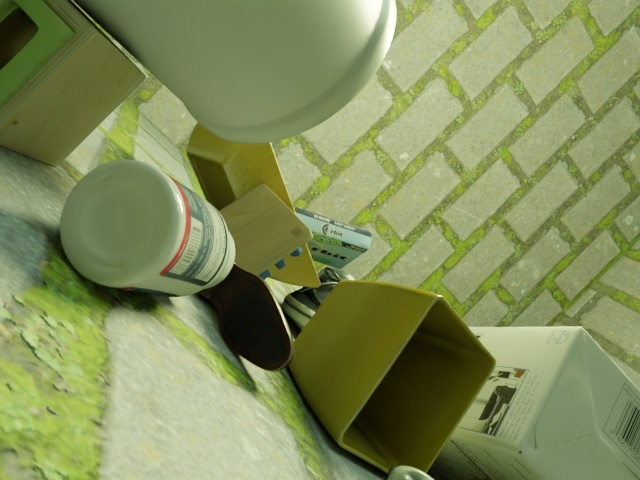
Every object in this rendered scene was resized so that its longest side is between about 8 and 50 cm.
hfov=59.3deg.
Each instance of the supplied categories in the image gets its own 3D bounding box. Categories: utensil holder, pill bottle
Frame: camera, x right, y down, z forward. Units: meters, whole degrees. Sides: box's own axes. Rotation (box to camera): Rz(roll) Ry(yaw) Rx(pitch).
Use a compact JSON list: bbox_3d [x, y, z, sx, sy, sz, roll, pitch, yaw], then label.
[{"bbox_3d":[-0.129,-0.340,0.627,0.327,0.327,0.385,45,3,32],"label":"utensil holder"},{"bbox_3d":[-0.149,-0.001,0.538,0.108,0.108,0.180,45,-1,14],"label":"pill bottle"}]

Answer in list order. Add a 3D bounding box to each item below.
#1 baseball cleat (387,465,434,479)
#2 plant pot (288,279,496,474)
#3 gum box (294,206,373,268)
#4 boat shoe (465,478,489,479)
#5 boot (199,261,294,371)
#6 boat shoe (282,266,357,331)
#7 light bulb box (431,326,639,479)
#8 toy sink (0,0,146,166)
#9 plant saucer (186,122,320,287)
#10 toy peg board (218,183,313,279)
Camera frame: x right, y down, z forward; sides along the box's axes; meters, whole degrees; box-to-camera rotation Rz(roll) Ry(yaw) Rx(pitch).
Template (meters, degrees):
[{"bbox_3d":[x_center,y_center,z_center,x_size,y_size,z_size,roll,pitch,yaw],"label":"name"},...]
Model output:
[{"bbox_3d":[0.158,0.335,0.638,0.206,0.072,0.109,49,-6,13],"label":"baseball cleat"},{"bbox_3d":[0.080,0.175,0.786,0.187,0.212,0.212,25,-15,48],"label":"plant pot"},{"bbox_3d":[0.000,0.000,1.138,0.157,0.041,0.184,19,-19,-11],"label":"gum box"},{"bbox_3d":[0.300,0.462,0.770,0.324,0.123,0.116,31,-46,54],"label":"boat shoe"},{"bbox_3d":[-0.076,0.091,0.697,0.219,0.082,0.106,43,1,42],"label":"boot"},{"bbox_3d":[0.029,0.146,1.239,0.187,0.156,0.500,47,1,-2],"label":"boat shoe"},{"bbox_3d":[0.359,0.343,0.973,0.358,0.225,0.361,45,-24,-14],"label":"light bulb box"},{"bbox_3d":[-0.339,-0.223,0.604,0.234,0.153,0.131,46,1,8],"label":"toy sink"},{"bbox_3d":[-0.155,-0.074,1.104,0.333,0.081,0.332,25,-42,59],"label":"plant saucer"},{"bbox_3d":[-0.109,0.013,0.906,0.160,0.161,0.079,45,-15,42],"label":"toy peg board"}]
